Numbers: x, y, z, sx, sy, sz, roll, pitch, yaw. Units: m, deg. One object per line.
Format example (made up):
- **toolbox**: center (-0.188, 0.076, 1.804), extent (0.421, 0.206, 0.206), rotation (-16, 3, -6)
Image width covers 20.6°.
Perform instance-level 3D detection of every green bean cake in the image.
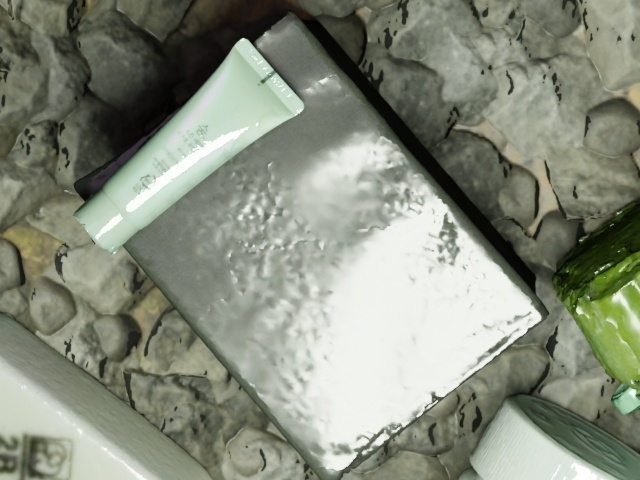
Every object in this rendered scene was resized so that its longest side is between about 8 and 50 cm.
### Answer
- **green bean cake**: center (0.315, 0.022, 1.550), extent (0.214, 0.200, 0.113), rotation (-36, 100, 5)

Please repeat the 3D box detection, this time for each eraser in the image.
- **eraser**: center (-0.298, 0.215, 1.663), extent (0.331, 0.150, 0.331), rotation (1, 95, 7)

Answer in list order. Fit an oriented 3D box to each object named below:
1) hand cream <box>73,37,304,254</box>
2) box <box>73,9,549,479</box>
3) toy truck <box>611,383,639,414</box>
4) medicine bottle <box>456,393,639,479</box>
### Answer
- **hand cream**: center (-0.114, -0.073, 1.456), extent (0.205, 0.050, 0.078), rotation (-41, 88, 3)
- **box**: center (0.000, 0.000, 1.578), extent (0.251, 0.204, 0.345), rotation (-39, 91, 8)
- **toy truck**: center (0.358, 0.146, 1.535), extent (0.135, 0.259, 0.128), rotation (-44, 90, -7)
- **medicine bottle**: center (0.178, 0.324, 1.601), extent (0.190, 0.190, 0.332), rotation (25, 99, 3)
